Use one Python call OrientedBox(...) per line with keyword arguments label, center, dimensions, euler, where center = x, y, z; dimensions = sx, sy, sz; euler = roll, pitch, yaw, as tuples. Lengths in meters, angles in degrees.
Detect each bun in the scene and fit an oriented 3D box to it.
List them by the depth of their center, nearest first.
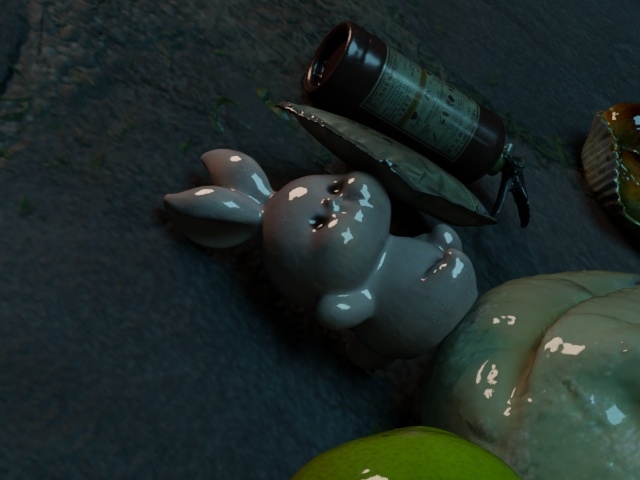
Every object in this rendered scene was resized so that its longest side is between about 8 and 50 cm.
OrientedBox(label="bun", center=(0.251, 0.158, 0.993), dimensions=(0.365, 0.219, 0.365), euler=(30, 36, -25))

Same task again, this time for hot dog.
OrientedBox(label="hot dog", center=(0.374, -0.033, 1.413), dimensions=(0.270, 0.082, 0.162), euler=(34, 39, -18))

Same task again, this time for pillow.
OrientedBox(label="pillow", center=(0.053, -0.057, 1.072), dimensions=(0.131, 0.038, 0.233), euler=(34, 6, 26))

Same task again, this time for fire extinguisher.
OrientedBox(label="fire extinguisher", center=(0.093, -0.090, 1.203), dimensions=(0.231, 0.071, 0.099), euler=(31, 57, -22))

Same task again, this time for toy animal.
OrientedBox(label="toy animal", center=(0.001, -0.002, 0.976), dimensions=(0.212, 0.124, 0.124), euler=(32, 38, -11))

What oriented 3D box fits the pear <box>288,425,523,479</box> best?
OrientedBox(label="pear", center=(0.055, 0.194, 0.808), dimensions=(0.187, 0.187, 0.219), euler=(43, 15, -4))
